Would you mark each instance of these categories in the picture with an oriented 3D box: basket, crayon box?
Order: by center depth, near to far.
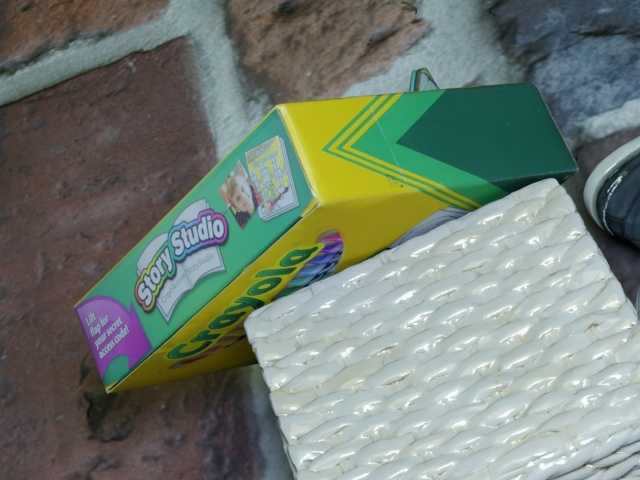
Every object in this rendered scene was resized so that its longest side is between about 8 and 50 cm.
[{"bbox_3d":[0.148,0.177,1.560,0.331,0.266,0.328,-23,40,1],"label":"basket"},{"bbox_3d":[0.000,0.000,1.678,0.313,0.363,0.106,-10,68,-41],"label":"crayon box"}]

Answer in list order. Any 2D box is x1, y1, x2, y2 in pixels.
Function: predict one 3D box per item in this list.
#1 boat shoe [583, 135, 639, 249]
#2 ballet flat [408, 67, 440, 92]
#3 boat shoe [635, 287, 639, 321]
[{"bbox_3d":[0.422,-0.100,1.802,0.340,0.127,0.113,-30,32,0],"label":"boat shoe"},{"bbox_3d":[0.119,-0.093,2.012,0.079,0.077,0.221,7,53,9],"label":"ballet flat"},{"bbox_3d":[0.325,0.059,1.763,0.038,0.046,0.125,30,36,-2],"label":"boat shoe"}]
